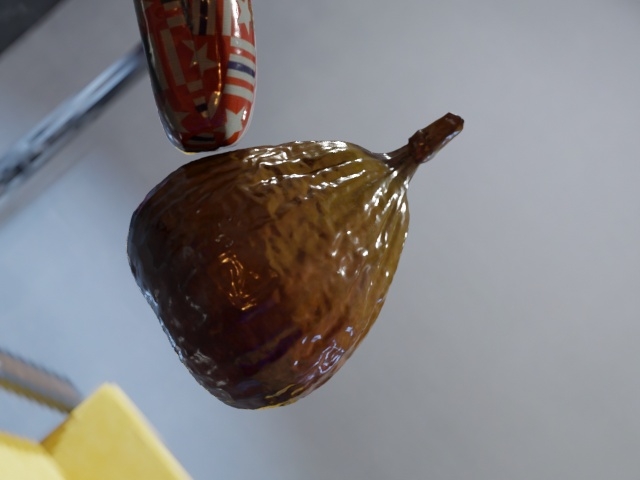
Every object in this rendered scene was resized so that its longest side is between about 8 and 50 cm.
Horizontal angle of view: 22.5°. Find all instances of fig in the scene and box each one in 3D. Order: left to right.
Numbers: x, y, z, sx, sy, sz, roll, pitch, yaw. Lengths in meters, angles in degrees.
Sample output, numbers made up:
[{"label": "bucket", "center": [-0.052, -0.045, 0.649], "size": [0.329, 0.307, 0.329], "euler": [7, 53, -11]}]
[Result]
[{"label": "fig", "center": [-0.009, 0.009, 0.700], "size": [0.119, 0.153, 0.119], "euler": [40, -39, 42]}]

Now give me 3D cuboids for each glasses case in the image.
[{"label": "glasses case", "center": [-0.060, -0.135, 0.697], "size": [0.073, 0.049, 0.194], "euler": [-69, 147, -87]}]
